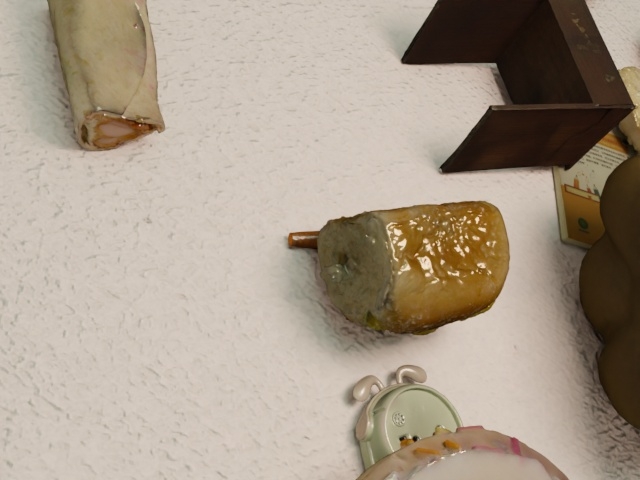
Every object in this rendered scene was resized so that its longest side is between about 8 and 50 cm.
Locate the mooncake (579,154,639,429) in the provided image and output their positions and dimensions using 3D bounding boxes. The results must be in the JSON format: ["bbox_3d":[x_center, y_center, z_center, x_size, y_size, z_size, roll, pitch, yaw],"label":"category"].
[{"bbox_3d":[0.570,0.088,1.132,0.262,0.467,0.466,-1,64,-12],"label":"mooncake"}]

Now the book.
[{"bbox_3d":[0.520,-0.103,1.462,0.208,0.020,0.295,15,58,-19],"label":"book"}]

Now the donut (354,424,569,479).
[{"bbox_3d":[0.153,0.398,0.891,0.383,0.142,0.382,3,82,-22],"label":"donut"}]

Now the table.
[{"bbox_3d":[0.324,-0.267,1.339,0.282,0.196,0.250,-6,66,-23],"label":"table"}]

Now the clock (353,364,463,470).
[{"bbox_3d":[0.123,0.258,1.039,0.152,0.062,0.191,-10,69,-31],"label":"clock"}]

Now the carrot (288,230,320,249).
[{"bbox_3d":[0.000,0.000,1.136,0.093,0.032,0.032,2,63,-20],"label":"carrot"}]

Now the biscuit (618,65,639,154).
[{"bbox_3d":[0.656,-0.216,1.534,0.179,0.084,0.281,-24,79,-48],"label":"biscuit"}]

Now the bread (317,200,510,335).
[{"bbox_3d":[0.119,0.044,1.069,0.246,0.196,0.176,-5,84,-30],"label":"bread"}]

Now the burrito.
[{"bbox_3d":[-0.299,-0.269,1.085,0.143,0.105,0.299,4,61,-36],"label":"burrito"}]
